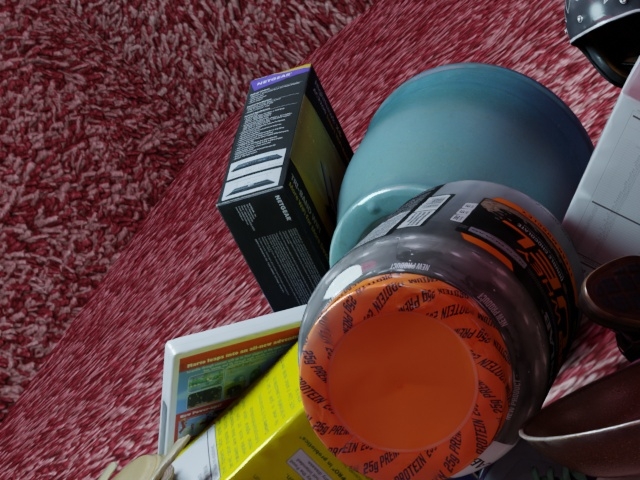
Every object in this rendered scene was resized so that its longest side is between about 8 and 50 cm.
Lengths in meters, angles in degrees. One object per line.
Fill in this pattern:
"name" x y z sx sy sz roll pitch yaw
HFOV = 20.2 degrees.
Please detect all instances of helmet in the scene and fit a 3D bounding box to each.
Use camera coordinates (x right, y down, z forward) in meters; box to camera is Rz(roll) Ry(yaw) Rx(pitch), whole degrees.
"helmet" 0.383 -0.282 2.208 0.169 0.161 0.169 -43 14 13

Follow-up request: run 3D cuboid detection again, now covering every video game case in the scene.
"video game case" -0.075 0.195 1.895 0.204 0.285 0.025 -14 43 -25

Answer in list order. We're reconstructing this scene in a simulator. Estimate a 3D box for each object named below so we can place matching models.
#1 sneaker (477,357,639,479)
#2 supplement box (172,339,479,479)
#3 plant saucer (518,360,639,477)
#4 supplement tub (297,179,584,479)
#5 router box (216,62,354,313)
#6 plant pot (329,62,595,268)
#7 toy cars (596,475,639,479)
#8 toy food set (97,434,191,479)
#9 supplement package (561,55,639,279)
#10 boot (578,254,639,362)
"sneaker" 0.220 0.182 1.507 0.224 0.083 0.098 -40 19 21
"supplement box" -0.038 0.270 1.772 0.356 0.195 0.194 -43 13 6
"plant saucer" 0.300 0.109 1.324 0.311 0.050 0.310 -22 0 0
"supplement tub" 0.104 0.075 1.520 0.207 0.207 0.338 -41 0 20
"router box" 0.000 0.000 1.973 0.081 0.309 0.243 -15 34 18
"plant pot" 0.132 -0.018 1.855 0.272 0.271 0.255 -38 5 29
"toy cars" 0.178 0.262 1.374 0.394 0.087 0.176 -41 14 20
"toy food set" -0.186 0.257 1.742 0.132 0.038 0.192 -55 14 -29
"supplement package" 0.315 -0.064 1.622 0.134 0.139 0.244 -56 -10 -37
"boot" 0.272 0.073 1.524 0.219 0.082 0.106 2 -38 -43
